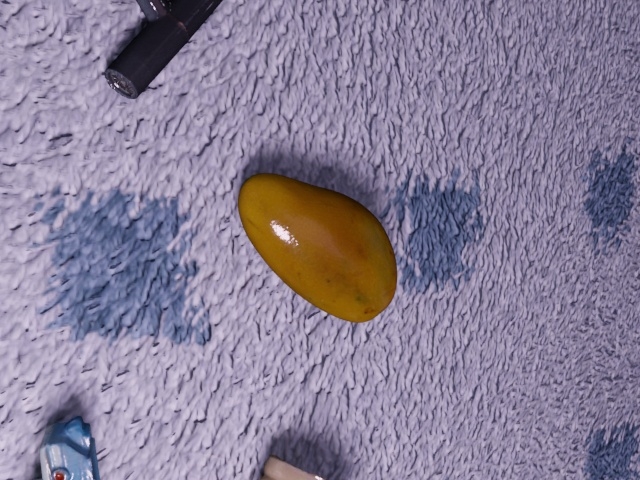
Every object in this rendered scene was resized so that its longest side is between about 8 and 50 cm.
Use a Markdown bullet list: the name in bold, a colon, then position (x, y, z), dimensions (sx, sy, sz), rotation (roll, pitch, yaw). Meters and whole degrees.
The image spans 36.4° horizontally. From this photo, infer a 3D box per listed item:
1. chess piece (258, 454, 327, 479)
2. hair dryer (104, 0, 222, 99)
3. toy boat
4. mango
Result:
- **chess piece**: position (-0.070, 0.425, 1.159), dimensions (0.307, 0.124, 0.139), rotation (-63, 158, -15)
- **hair dryer**: position (-0.210, -0.274, 1.026), dimensions (0.195, 0.050, 0.173), rotation (47, 61, -29)
- **toy boat**: position (-0.272, 0.288, 0.991), dimensions (0.102, 0.088, 0.215), rotation (-7, 100, -7)
- **mango**: position (0.000, 0.000, 1.187), dimensions (0.253, 0.113, 0.138), rotation (40, 71, -29)
